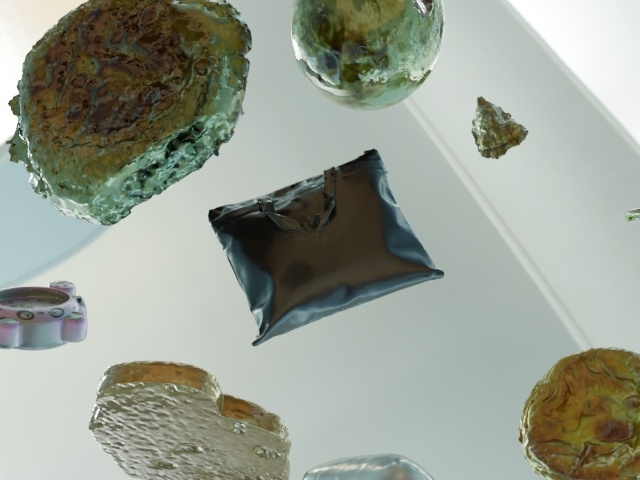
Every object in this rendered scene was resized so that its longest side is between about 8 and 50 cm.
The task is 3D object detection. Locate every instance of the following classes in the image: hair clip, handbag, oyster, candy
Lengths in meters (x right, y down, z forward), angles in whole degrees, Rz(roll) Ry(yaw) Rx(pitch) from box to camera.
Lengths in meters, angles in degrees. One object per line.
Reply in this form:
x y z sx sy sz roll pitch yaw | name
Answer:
0.656 -0.053 1.449 0.060 0.188 0.033 -13 -85 -3 | hair clip
0.000 0.000 0.940 0.254 0.089 0.211 -20 -117 -6 | handbag
0.338 -0.210 1.387 0.121 0.045 0.146 10 -124 28 | oyster
0.076 0.235 0.572 0.174 0.138 0.071 47 -125 -11 | candy

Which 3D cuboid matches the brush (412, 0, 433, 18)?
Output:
0.059 -0.388 0.912 0.071 0.084 0.301 -28 -114 -9 | brush

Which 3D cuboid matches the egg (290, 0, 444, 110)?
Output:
0.071 -0.345 1.126 0.238 0.289 0.238 -2 -159 1 | egg

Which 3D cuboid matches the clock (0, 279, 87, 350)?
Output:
-0.616 0.159 1.562 0.227 0.090 0.248 -2 -165 -32 | clock

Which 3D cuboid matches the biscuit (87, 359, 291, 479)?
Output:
-0.168 0.268 0.996 0.269 0.376 0.051 0 -131 11 | biscuit

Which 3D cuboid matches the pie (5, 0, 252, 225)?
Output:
-0.245 -0.177 0.897 0.354 0.103 0.288 -32 -120 8 | pie

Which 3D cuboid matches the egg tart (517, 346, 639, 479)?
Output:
0.498 0.327 1.291 0.295 0.116 0.295 -26 -142 22 | egg tart
